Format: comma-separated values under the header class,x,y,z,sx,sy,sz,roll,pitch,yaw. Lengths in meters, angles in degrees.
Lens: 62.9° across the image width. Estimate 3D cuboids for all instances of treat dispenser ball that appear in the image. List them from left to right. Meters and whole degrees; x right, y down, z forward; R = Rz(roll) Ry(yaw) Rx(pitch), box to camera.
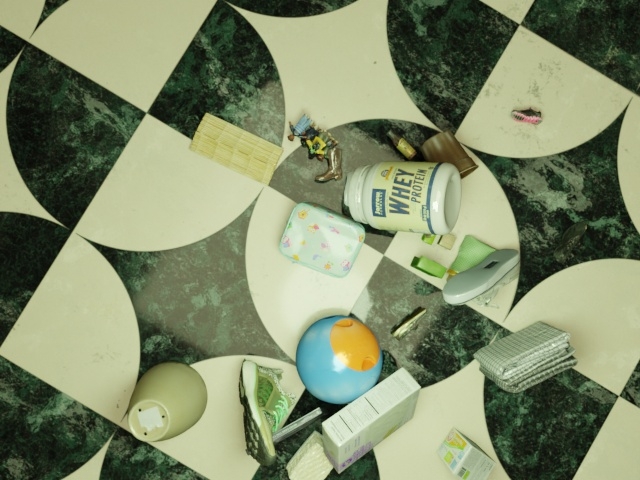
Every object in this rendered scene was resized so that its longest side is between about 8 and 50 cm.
class,x,y,z,sx,sy,sz,roll,pitch,yaw
treat dispenser ball,0.060,0.393,1.737,0.288,0.288,0.288,0,88,-2

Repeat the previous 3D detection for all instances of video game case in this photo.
class,x,y,z,sx,sy,sz,roll,pitch,yaw
video game case,-0.106,0.643,1.770,0.274,0.196,0.026,-28,70,-2

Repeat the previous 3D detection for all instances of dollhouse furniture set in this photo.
class,x,y,z,sx,sy,sz,roll,pitch,yaw
dollhouse furniture set,0.496,0.067,1.830,0.301,0.151,0.197,26,87,-1

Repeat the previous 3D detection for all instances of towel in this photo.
class,x,y,z,sx,sy,sz,roll,pitch,yaw
towel,0.698,0.397,1.785,0.284,0.235,0.121,-26,92,-2

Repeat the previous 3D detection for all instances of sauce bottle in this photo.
class,x,y,z,sx,sy,sz,roll,pitch,yaw
sauce bottle,0.292,-0.348,1.895,0.128,0.042,0.042,44,87,-1

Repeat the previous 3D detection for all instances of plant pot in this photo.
class,x,y,z,sx,sy,sz,roll,pitch,yaw
plant pot,-0.525,0.549,1.720,0.256,0.274,0.256,0,87,-2
plant pot,0.442,-0.287,1.847,0.167,0.167,0.165,-28,81,-3

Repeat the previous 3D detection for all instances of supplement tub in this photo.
class,x,y,z,sx,sy,sz,roll,pitch,yaw
supplement tub,0.281,-0.146,1.741,0.325,0.235,0.235,6,87,29

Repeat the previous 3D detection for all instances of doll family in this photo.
class,x,y,z,sx,sy,sz,roll,pitch,yaw
doll family,-0.034,-0.362,1.874,0.193,0.076,0.111,40,92,5

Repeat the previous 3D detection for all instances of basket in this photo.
class,x,y,z,sx,sy,sz,roll,pitch,yaw
basket,-0.027,0.770,1.811,0.113,0.103,0.167,39,86,-1

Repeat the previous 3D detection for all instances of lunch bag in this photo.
class,x,y,z,sx,sy,sz,roll,pitch,yaw
lunch bag,0.000,0.000,1.831,0.279,0.108,0.224,23,103,2

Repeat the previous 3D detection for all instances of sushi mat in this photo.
class,x,y,z,sx,sy,sz,roll,pitch,yaw
sushi mat,-0.302,-0.330,1.887,0.316,0.019,0.151,25,88,0

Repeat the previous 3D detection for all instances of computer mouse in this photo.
class,x,y,z,sx,sy,sz,roll,pitch,yaw
computer mouse,0.115,-0.158,1.882,0.106,0.042,0.193,2,88,-1

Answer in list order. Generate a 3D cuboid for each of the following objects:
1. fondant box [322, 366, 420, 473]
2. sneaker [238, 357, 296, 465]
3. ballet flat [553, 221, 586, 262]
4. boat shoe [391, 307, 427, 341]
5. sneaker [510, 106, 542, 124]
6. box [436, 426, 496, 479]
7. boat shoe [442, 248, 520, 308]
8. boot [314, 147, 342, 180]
class,x,y,z,sx,sy,sz,roll,pitch,yaw
fondant box,0.164,0.588,1.709,0.330,0.238,0.096,-27,52,-21
sneaker,-0.159,0.535,1.699,0.182,0.410,0.158,0,120,-15
ballet flat,0.907,0.004,1.905,0.173,0.057,0.049,-51,131,-2
boat shoe,0.324,0.300,1.868,0.152,0.056,0.049,-39,94,7
sneaker,0.755,-0.464,1.917,0.119,0.047,0.057,12,73,-5
box,0.490,0.737,1.779,0.103,0.203,0.114,36,85,-1
boat shoe,0.554,0.165,1.771,0.367,0.136,0.156,-28,112,-36
boot,0.028,-0.275,1.868,0.106,0.037,0.114,-8,112,-15
